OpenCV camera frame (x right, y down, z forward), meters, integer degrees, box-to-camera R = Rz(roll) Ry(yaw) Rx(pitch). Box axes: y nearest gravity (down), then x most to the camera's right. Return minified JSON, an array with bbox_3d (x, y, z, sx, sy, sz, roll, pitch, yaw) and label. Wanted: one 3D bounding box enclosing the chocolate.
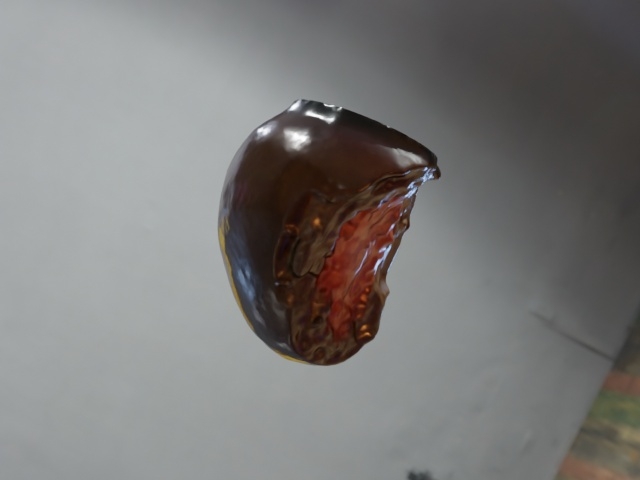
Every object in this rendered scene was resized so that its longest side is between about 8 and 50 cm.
[{"bbox_3d":[0.000,0.000,0.785,0.124,0.133,0.127,33,-12,-29],"label":"chocolate"}]
